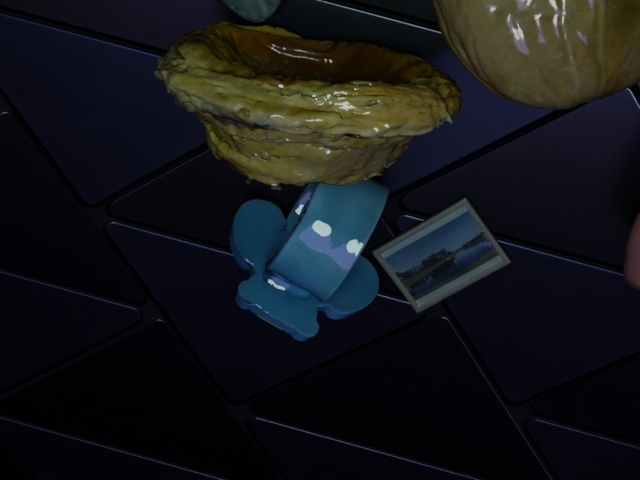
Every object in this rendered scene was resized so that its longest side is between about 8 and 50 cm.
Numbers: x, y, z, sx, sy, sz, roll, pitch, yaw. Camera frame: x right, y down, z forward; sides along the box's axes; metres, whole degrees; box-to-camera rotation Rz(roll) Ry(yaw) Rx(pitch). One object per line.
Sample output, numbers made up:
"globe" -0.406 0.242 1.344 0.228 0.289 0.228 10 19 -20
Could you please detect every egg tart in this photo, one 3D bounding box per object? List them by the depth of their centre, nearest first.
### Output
"egg tart" -0.016 -0.146 1.474 0.352 0.352 0.150 9 111 6

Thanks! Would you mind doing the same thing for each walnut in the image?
"walnut" 0.255 -0.300 1.396 0.277 0.252 0.313 -10 103 27

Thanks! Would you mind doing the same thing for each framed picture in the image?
"framed picture" 0.158 0.020 1.713 0.149 0.011 0.109 -31 108 23

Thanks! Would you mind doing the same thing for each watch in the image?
"watch" 0.000 0.000 1.630 0.211 0.211 0.193 30 136 -6

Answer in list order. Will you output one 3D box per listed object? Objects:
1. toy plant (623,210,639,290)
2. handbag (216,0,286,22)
"toy plant" 0.468 -0.087 1.500 0.317 0.210 0.356 20 106 1
"handbag" -0.072 -0.417 1.501 0.191 0.075 0.332 30 121 -2
